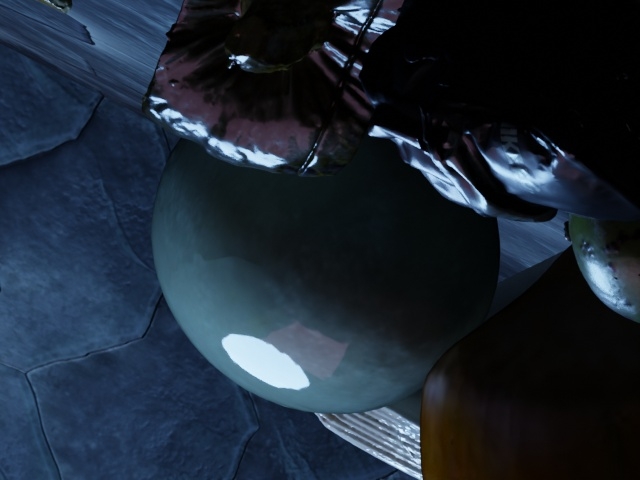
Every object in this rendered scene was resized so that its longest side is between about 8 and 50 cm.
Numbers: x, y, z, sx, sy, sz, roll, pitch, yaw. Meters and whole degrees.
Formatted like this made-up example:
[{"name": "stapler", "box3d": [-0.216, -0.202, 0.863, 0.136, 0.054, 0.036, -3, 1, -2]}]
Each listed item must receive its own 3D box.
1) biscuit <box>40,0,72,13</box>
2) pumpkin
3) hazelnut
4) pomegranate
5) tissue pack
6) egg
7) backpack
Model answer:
[{"name": "biscuit", "box3d": [-0.356, -0.290, 1.858, 0.231, 0.025, 0.131, 27, 180, -30]}, {"name": "pumpkin", "box3d": [-0.027, -0.104, 1.094, 0.131, 0.126, 0.248, 25, 177, -2]}, {"name": "hazelnut", "box3d": [0.243, 0.165, 1.301, 0.372, 0.372, 0.315, 28, 158, -21]}, {"name": "pomegranate", "box3d": [0.199, -0.013, 0.993, 0.142, 0.115, 0.114, -4, 168, 16]}, {"name": "tissue pack", "box3d": [0.169, 0.098, 1.591, 0.325, 0.071, 0.170, -24, -151, -30]}, {"name": "egg", "box3d": [0.000, 0.000, 1.464, 0.258, 0.258, 0.352, 28, 176, -19]}, {"name": "backpack", "box3d": [0.099, -0.060, 0.896, 0.120, 0.106, 0.165, 33, 177, -33]}]
